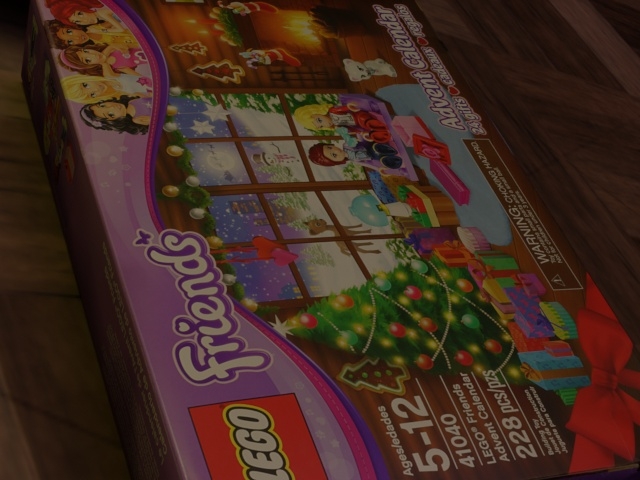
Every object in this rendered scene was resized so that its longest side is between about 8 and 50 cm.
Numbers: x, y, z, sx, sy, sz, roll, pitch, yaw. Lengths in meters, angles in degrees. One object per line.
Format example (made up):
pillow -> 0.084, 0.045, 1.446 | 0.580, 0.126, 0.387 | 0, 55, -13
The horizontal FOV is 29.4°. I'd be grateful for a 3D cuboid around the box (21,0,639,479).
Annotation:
box -> 0.000, 0.000, 0.515 | 0.201, 0.057, 0.293 | -4, 47, -25
